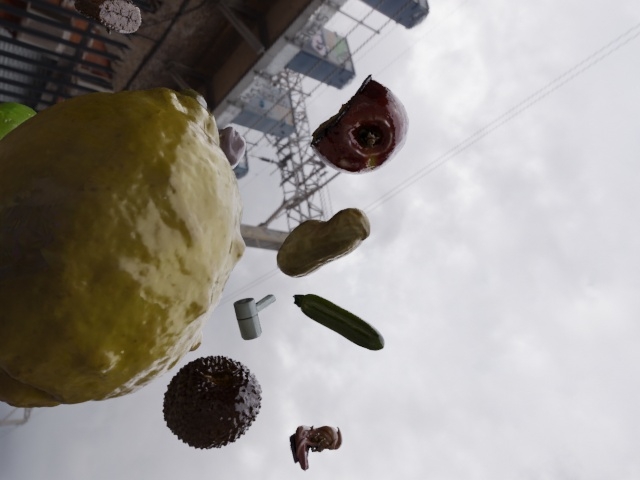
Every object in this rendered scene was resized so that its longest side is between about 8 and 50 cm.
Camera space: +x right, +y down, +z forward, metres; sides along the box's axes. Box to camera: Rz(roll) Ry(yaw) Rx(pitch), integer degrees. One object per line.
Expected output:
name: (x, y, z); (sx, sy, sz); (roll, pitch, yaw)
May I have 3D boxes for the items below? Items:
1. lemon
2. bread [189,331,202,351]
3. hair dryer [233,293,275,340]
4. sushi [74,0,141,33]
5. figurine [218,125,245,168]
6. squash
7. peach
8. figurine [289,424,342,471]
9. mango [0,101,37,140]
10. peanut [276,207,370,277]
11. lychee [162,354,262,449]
lemon: (-0.218, 0.003, 0.539); (0.285, 0.285, 0.316); (-37, -163, 40)
bread: (-0.431, 0.210, 1.239); (0.173, 0.311, 0.121); (100, -11, -78)
hair dryer: (-0.135, 0.154, 1.167); (0.047, 0.137, 0.082); (-7, -78, 27)
sushi: (-0.312, -0.343, 0.791); (0.060, 0.118, 0.061); (36, -85, 18)
figurine: (-0.271, -0.236, 1.374); (0.112, 0.229, 0.137); (42, -61, 22)
squash: (0.046, 0.197, 1.315); (0.258, 0.069, 0.069); (28, -73, 16)
peach: (0.113, -0.285, 1.434); (0.257, 0.201, 0.361); (-48, -170, 3)
figurine: (-0.020, 0.564, 1.498); (0.157, 0.126, 0.114); (-34, -93, 4)
mango: (-0.554, -0.191, 0.936); (0.100, 0.119, 0.178); (-51, -160, 28)
peanut: (0.000, 0.000, 1.526); (0.319, 0.148, 0.147); (-30, -120, 27)
lychee: (-0.302, 0.456, 1.479); (0.267, 0.268, 0.267); (-13, -107, 49)
